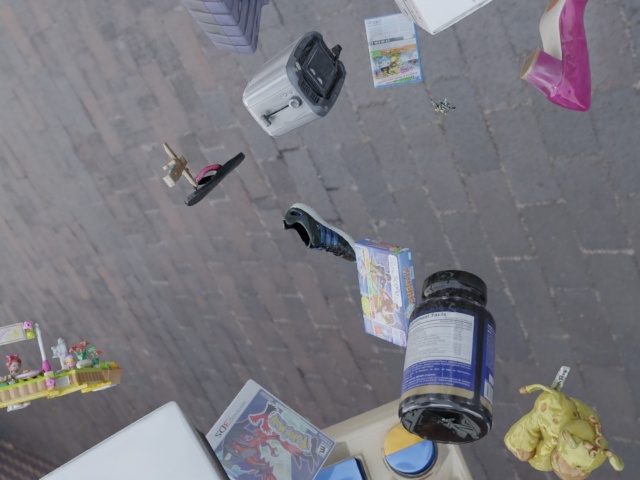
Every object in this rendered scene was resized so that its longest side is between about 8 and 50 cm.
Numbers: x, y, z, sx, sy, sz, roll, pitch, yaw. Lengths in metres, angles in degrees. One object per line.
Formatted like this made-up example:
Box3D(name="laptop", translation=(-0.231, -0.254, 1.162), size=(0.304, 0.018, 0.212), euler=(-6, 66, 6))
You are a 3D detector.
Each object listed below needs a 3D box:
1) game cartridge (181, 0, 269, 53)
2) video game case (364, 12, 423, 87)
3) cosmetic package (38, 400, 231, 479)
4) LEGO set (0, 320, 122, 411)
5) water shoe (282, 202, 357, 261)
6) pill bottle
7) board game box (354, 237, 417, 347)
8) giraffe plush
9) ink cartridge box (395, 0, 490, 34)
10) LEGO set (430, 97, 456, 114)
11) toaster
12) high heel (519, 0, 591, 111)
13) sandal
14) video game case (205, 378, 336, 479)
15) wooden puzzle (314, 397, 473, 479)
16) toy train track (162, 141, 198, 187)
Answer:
Box3D(name="game cartridge", translation=(-0.074, -0.384, 0.746), size=(0.068, 0.354, 0.230), euler=(8, 180, 0))
Box3D(name="video game case", translation=(0.178, -0.459, 1.853), size=(0.119, 0.015, 0.166), euler=(-6, 105, 15))
Box3D(name="cosmetic package", translation=(-0.134, 0.286, 0.731), size=(0.224, 0.138, 0.224), euler=(58, 165, 9))
Box3D(name="LEGO set", translation=(-0.389, 0.170, 1.074), size=(0.132, 0.287, 0.107), euler=(-25, 78, 40))
Box3D(name="water shoe", translation=(0.000, 0.000, 1.777), size=(0.203, 0.080, 0.073), euler=(37, 149, -1))
Box3D(name="pill bottle", translation=(0.178, 0.154, 1.053), size=(0.123, 0.219, 0.122), euler=(8, 143, 6))
Box3D(name="board game box", translation=(0.133, 0.104, 1.530), size=(0.136, 0.035, 0.201), euler=(16, 119, 52))
Box3D(name="giraffe plush", translation=(0.456, 0.362, 1.392), size=(0.170, 0.182, 0.210), euler=(-117, 27, -66))
Box3D(name="ink cartridge box", translation=(0.157, -0.466, 1.245), size=(0.207, 0.117, 0.283), euler=(56, -171, -20))
Box3D(name="LEGO set", translation=(0.265, -0.285, 1.664), size=(0.054, 0.023, 0.083), euler=(21, 173, 23))
Box3D(name="toaster", translation=(-0.050, -0.298, 1.462), size=(0.147, 0.227, 0.129), euler=(-23, 120, 33))
Box3D(name="high heel", translation=(0.407, -0.319, 1.215), size=(0.117, 0.244, 0.082), euler=(30, 154, -7))
Box3D(name="sandal", translation=(-0.221, -0.129, 1.550), size=(0.040, 0.179, 0.067), euler=(44, 143, -4))
Box3D(name="video game case", translation=(-0.097, 0.374, 1.377), size=(0.201, 0.183, 0.023), euler=(36, 142, 4))
Box3D(name="wooden puzzle", translation=(0.119, 0.472, 1.407), size=(0.080, 0.322, 0.347), euler=(59, -171, -59))
Box3D(name="toy train track", translation=(-0.130, -0.060, 0.676), size=(0.048, 0.014, 0.083), euler=(54, -172, -16))
